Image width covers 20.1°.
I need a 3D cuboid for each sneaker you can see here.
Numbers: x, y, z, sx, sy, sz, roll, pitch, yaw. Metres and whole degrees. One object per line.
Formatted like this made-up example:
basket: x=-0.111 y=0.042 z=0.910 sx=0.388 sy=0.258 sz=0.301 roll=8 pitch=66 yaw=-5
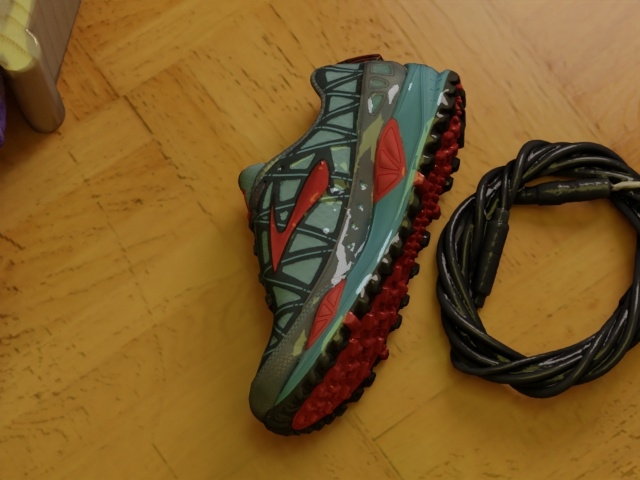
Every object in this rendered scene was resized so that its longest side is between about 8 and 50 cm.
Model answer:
sneaker: x=0.000 y=0.000 z=1.158 sx=0.125 sy=0.104 sz=0.262 roll=17 pitch=69 yaw=19

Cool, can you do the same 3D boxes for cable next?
cable: x=0.151 y=0.017 z=1.174 sx=0.184 sy=0.047 sz=0.150 roll=-39 pitch=80 yaw=-12

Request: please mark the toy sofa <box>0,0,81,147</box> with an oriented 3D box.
toy sofa: x=-0.340 y=-0.153 z=1.138 sx=0.362 sy=0.150 sz=0.177 roll=13 pitch=79 yaw=0
